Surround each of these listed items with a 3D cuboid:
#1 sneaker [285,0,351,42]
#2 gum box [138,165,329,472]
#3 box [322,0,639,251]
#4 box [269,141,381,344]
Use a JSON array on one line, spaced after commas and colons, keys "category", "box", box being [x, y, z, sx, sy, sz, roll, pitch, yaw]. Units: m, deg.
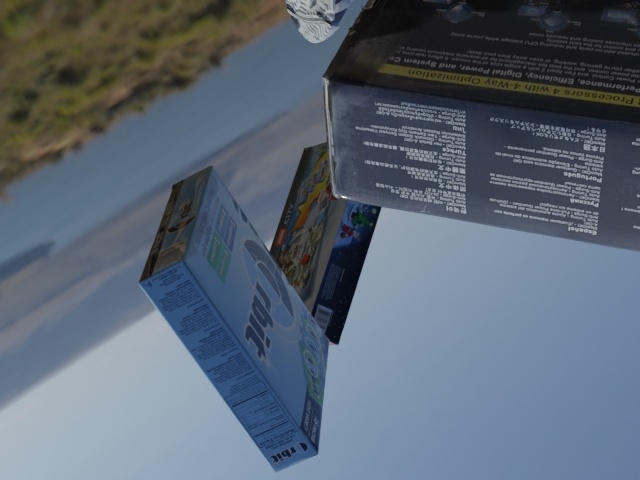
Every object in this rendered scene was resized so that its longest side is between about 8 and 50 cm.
[{"category": "sneaker", "box": [0.047, -0.358, 1.691, 0.153, 0.094, 0.235, -31, 157, -26]}, {"category": "gum box", "box": [-0.058, 0.056, 0.987, 0.041, 0.184, 0.157, -25, -157, 16]}, {"category": "box", "box": [0.237, -0.122, 0.745, 0.394, 0.097, 0.318, 10, -137, 17]}, {"category": "box", "box": [0.000, 0.000, 1.440, 0.159, 0.044, 0.233, -9, -120, 62]}]
